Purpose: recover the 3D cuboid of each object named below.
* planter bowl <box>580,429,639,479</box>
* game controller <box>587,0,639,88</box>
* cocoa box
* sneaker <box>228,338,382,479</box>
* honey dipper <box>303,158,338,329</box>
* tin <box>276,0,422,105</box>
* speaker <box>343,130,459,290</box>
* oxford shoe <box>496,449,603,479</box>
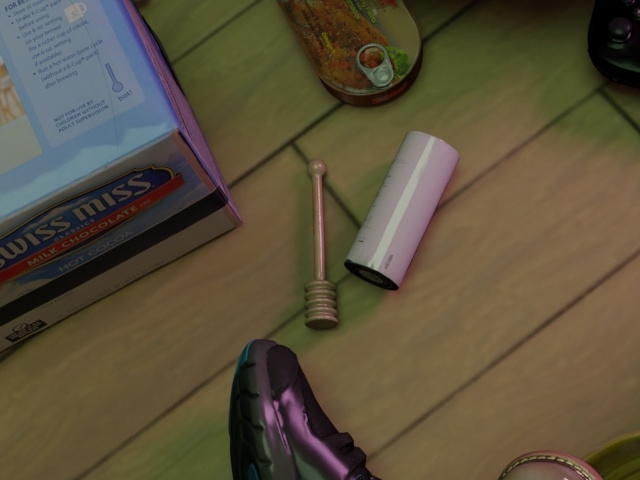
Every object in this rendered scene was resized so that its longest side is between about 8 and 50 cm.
[{"bbox_3d":[0.277,0.252,1.001,0.217,0.090,0.217,-4,79,24],"label":"planter bowl"},{"bbox_3d":[0.401,-0.186,1.153,0.319,0.067,0.166,13,74,14],"label":"game controller"},{"bbox_3d":[-0.285,-0.065,1.153,0.347,0.228,0.231,-27,69,0],"label":"cocoa box"},{"bbox_3d":[0.020,0.234,1.071,0.139,0.125,0.341,-14,69,-18],"label":"sneaker"},{"bbox_3d":[0.000,0.000,1.186,0.030,0.030,0.161,-4,67,9],"label":"honey dipper"},{"bbox_3d":[0.027,-0.212,1.249,0.106,0.040,0.190,-28,68,4],"label":"tin"},{"bbox_3d":[0.073,-0.028,1.166,0.055,0.055,0.136,22,76,17],"label":"speaker"},{"bbox_3d":[0.154,0.341,0.906,0.140,0.146,0.397,-7,74,25],"label":"oxford shoe"}]
